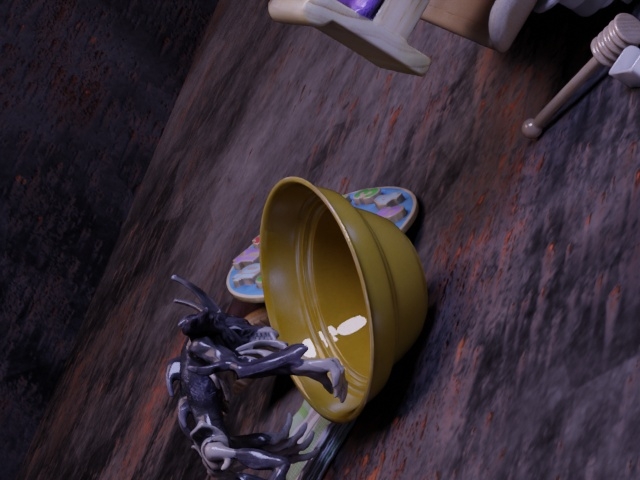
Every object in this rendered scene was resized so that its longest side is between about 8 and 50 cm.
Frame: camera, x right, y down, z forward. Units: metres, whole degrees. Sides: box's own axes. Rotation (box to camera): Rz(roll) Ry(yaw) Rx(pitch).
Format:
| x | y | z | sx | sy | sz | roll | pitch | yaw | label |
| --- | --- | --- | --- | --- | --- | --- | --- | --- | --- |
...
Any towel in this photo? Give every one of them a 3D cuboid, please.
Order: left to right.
| x | y | z | sx | sy | sz | roll | pitch | yaw | label |
| --- | --- | --- | --- | --- | --- | --- | --- | --- | --- |
| -0.007 | 0.173 | 1.629 | 0.113 | 0.023 | 0.152 | -59 | 13 | 1 | towel |

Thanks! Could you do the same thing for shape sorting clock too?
| x | y | z | sx | sy | sz | roll | pitch | yaw | label |
| --- | --- | --- | --- | --- | --- | --- | --- | --- | --- |
| 0.000 | 0.000 | 1.729 | 0.206 | 0.040 | 0.206 | -26 | 17 | 8 | shape sorting clock |

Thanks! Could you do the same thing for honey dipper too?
| x | y | z | sx | sy | sz | roll | pitch | yaw | label |
| --- | --- | --- | --- | --- | --- | --- | --- | --- | --- |
| 0.211 | -0.130 | 1.451 | 0.161 | 0.030 | 0.030 | -48 | 18 | 49 | honey dipper |

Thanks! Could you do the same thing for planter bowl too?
| x | y | z | sx | sy | sz | roll | pitch | yaw | label |
| --- | --- | --- | --- | --- | --- | --- | --- | --- | --- |
| 0.032 | 0.043 | 1.525 | 0.217 | 0.090 | 0.217 | 42 | 138 | 53 | planter bowl |

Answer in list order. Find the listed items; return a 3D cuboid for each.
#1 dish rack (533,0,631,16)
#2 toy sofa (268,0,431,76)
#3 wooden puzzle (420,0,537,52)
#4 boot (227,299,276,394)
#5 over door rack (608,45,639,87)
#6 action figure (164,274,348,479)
| x | y | z | sx | sy | sz | roll | pitch | yaw | label |
| --- | --- | --- | --- | --- | --- | --- | --- | --- | --- |
| 0.285 | -0.341 | 1.528 | 0.285 | 0.072 | 0.333 | -55 | 14 | 26 | dish rack |
| 0.079 | -0.328 | 1.440 | 0.362 | 0.177 | 0.150 | -60 | 17 | 1 | toy sofa |
| 0.184 | -0.336 | 1.570 | 0.322 | 0.080 | 0.348 | -60 | 12 | 6 | wooden puzzle |
| -0.020 | 0.043 | 1.811 | 0.248 | 0.090 | 0.207 | -33 | 26 | 52 | boot |
| 0.230 | -0.298 | 1.286 | 0.324 | 0.239 | 0.108 | -58 | 8 | 10 | over door rack |
| -0.054 | 0.156 | 1.493 | 0.164 | 0.141 | 0.276 | 110 | 151 | -60 | action figure |
